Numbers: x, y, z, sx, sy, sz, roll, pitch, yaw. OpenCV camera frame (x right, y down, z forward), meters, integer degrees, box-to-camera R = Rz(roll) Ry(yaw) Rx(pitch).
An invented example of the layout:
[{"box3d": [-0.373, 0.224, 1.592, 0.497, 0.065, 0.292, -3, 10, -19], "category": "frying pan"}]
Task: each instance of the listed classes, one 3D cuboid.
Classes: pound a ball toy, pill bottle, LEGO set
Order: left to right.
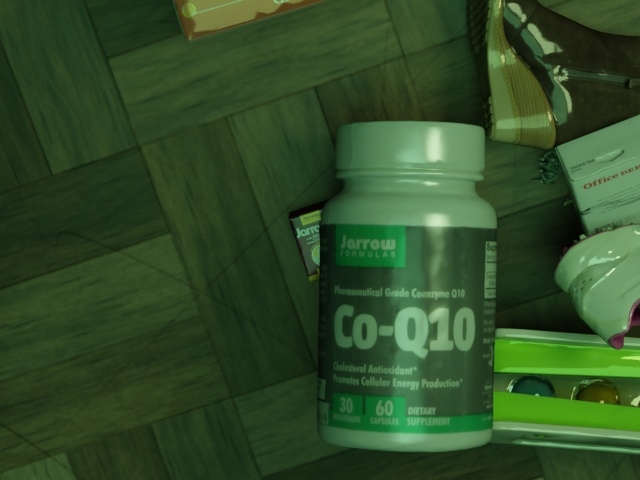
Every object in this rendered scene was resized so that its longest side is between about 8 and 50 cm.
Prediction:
[{"box3d": [0.098, 0.050, 1.830, 0.204, 0.204, 0.361, 0, 89, 1], "category": "pill bottle"}, {"box3d": [0.283, -0.080, 1.911, 0.083, 0.023, 0.054, 37, 101, -7], "category": "LEGO set"}, {"box3d": [0.360, 0.151, 1.927, 0.319, 0.136, 0.208, 4, 73, 3], "category": "pound a ball toy"}]

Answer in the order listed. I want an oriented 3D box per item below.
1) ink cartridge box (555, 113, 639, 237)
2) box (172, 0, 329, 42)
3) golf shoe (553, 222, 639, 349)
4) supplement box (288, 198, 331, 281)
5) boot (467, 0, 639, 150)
[{"box3d": [0.343, -0.064, 1.855, 0.109, 0.063, 0.150, -21, 140, 6], "category": "ink cartridge box"}, {"box3d": [-0.092, -0.417, 1.765, 0.215, 0.168, 0.345, -16, 103, 4], "category": "box"}, {"box3d": [0.427, 0.033, 1.840, 0.306, 0.140, 0.115, -19, 147, -5], "category": "golf shoe"}, {"box3d": [0.000, 0.000, 1.925, 0.055, 0.043, 0.083, -18, 102, 6], "category": "supplement box"}, {"box3d": [0.281, -0.229, 1.855, 0.207, 0.090, 0.248, -4, 89, -13], "category": "boot"}]
